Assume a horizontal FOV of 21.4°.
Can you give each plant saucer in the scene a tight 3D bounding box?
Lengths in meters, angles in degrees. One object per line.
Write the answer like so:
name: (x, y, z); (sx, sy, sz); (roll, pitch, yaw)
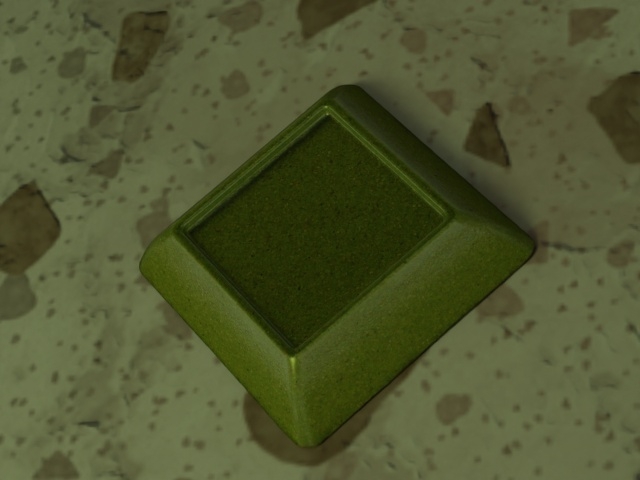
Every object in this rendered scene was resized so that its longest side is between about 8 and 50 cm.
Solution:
plant saucer: (0.000, 0.000, 1.031); (0.188, 0.045, 0.188); (-41, 56, -7)
